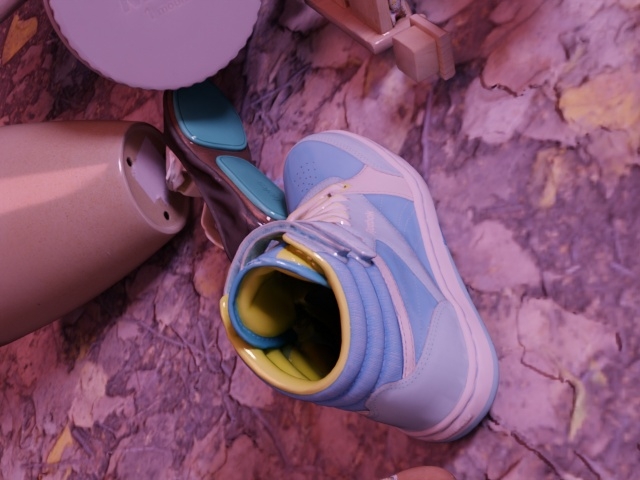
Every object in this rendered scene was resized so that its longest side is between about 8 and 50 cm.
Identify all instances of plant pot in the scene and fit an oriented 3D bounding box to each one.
[{"bbox_3d":[-0.295,-0.033,1.000,0.274,0.256,0.256,-17,62,23],"label":"plant pot"}]

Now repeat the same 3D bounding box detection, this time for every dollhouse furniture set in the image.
[{"bbox_3d":[0.043,-0.365,0.786,0.174,0.303,0.355,-30,46,-13],"label":"dollhouse furniture set"}]

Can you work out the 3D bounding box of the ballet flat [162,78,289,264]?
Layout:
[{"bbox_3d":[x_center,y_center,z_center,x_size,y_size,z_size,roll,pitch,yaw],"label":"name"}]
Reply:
[{"bbox_3d":[-0.112,-0.067,0.918,0.096,0.095,0.280,-57,43,26],"label":"ballet flat"}]

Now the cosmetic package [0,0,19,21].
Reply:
[{"bbox_3d":[-0.476,-0.466,1.159,0.329,0.327,0.393,-25,28,38],"label":"cosmetic package"}]

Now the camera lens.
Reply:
[{"bbox_3d":[-0.181,-0.286,0.934,0.219,0.219,0.274,-56,25,13],"label":"camera lens"}]

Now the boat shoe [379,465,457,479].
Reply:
[{"bbox_3d":[0.011,0.281,0.658,0.324,0.123,0.116,-48,13,33],"label":"boat shoe"}]

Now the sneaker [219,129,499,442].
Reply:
[{"bbox_3d":[0.000,0.000,0.692,0.127,0.208,0.319,-48,46,23],"label":"sneaker"}]
